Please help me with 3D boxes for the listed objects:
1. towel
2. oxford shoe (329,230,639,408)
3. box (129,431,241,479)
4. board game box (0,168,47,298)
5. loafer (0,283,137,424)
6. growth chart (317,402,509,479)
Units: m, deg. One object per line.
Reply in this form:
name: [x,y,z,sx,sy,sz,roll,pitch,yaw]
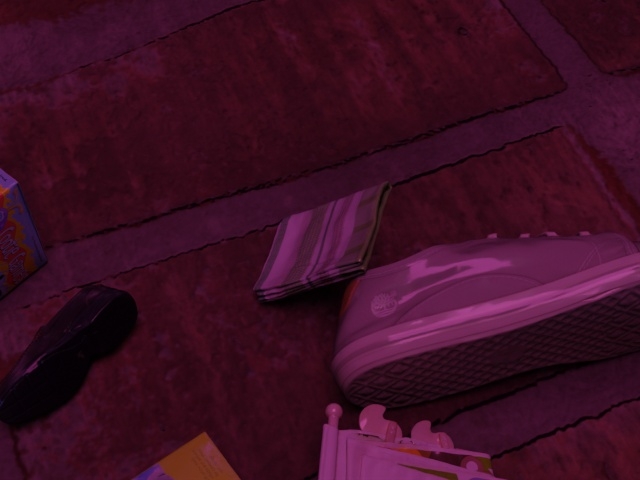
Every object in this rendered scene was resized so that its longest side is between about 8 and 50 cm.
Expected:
towel: [0.000,0.000,1.009,0.023,0.152,0.113,39,51,-29]
oxford shoe: [0.221,0.046,0.965,0.449,0.169,0.130,-12,55,-4]
box: [-0.145,0.261,0.874,0.178,0.042,0.109,-31,62,-22]
board game box: [-0.427,0.030,0.962,0.144,0.142,0.275,36,62,20]
loafer: [-0.256,0.108,0.973,0.061,0.062,0.170,20,51,38]
growth chart: [0.101,0.239,0.870,0.237,0.021,0.172,21,48,-5]
